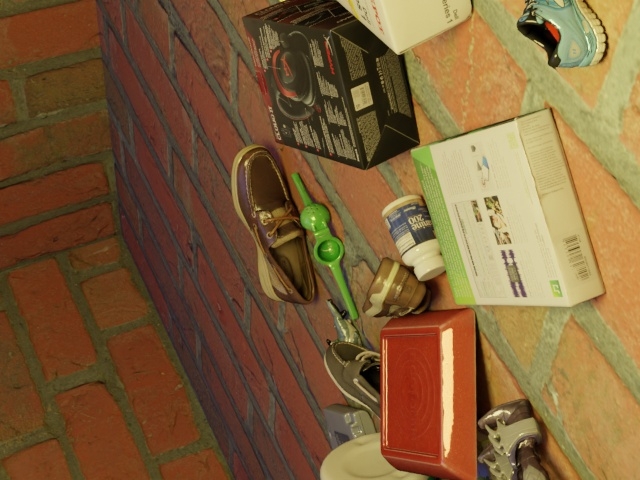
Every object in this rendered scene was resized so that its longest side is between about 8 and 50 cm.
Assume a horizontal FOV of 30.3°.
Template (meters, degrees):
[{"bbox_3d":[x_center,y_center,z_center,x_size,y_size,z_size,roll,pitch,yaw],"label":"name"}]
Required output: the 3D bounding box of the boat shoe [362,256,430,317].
[{"bbox_3d":[0.125,0.090,1.879,0.257,0.095,0.095,61,-127,-85],"label":"boat shoe"}]

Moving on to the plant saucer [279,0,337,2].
[{"bbox_3d":[-0.013,-0.403,1.902,0.241,0.037,0.241,162,90,-71],"label":"plant saucer"}]

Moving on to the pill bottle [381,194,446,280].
[{"bbox_3d":[0.145,-0.003,1.773,0.067,0.067,0.120,114,135,-64],"label":"pill bottle"}]

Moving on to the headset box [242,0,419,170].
[{"bbox_3d":[0.004,-0.247,1.795,0.293,0.110,0.218,22,133,55],"label":"headset box"}]

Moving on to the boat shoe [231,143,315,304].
[{"bbox_3d":[-0.080,-0.026,2.354,0.123,0.123,0.342,16,123,52],"label":"boat shoe"}]

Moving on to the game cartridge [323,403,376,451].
[{"bbox_3d":[0.088,0.480,2.426,0.196,0.060,0.294,-8,99,68],"label":"game cartridge"}]

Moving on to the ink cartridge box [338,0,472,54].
[{"bbox_3d":[0.060,-0.393,1.506,0.278,0.117,0.201,51,167,47],"label":"ink cartridge box"}]

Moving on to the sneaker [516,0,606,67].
[{"bbox_3d":[0.238,-0.252,1.254,0.063,0.073,0.162,109,139,-62],"label":"sneaker"}]

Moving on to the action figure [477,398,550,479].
[{"bbox_3d":[0.302,0.354,1.586,0.185,0.099,0.285,64,179,-40],"label":"action figure"}]

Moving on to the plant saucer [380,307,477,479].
[{"bbox_3d":[0.157,0.237,1.834,0.259,0.047,0.258,168,104,-65],"label":"plant saucer"}]

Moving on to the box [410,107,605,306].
[{"bbox_3d":[0.230,-0.032,1.520,0.322,0.058,0.232,-7,101,70],"label":"box"}]

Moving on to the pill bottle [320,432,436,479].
[{"bbox_3d":[0.127,0.548,2.128,0.204,0.204,0.361,-147,42,-63],"label":"pill bottle"}]

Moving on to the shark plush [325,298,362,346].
[{"bbox_3d":[0.043,0.191,2.252,0.073,0.067,0.161,-156,51,-67],"label":"shark plush"}]

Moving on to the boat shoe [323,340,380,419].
[{"bbox_3d":[0.123,0.260,2.049,0.335,0.112,0.095,47,132,42],"label":"boat shoe"}]

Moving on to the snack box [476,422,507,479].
[{"bbox_3d":[0.243,0.337,1.857,0.141,0.037,0.100,-164,59,-68],"label":"snack box"}]

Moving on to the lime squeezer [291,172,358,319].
[{"bbox_3d":[0.000,0.000,2.218,0.310,0.059,0.110,66,161,14],"label":"lime squeezer"}]
